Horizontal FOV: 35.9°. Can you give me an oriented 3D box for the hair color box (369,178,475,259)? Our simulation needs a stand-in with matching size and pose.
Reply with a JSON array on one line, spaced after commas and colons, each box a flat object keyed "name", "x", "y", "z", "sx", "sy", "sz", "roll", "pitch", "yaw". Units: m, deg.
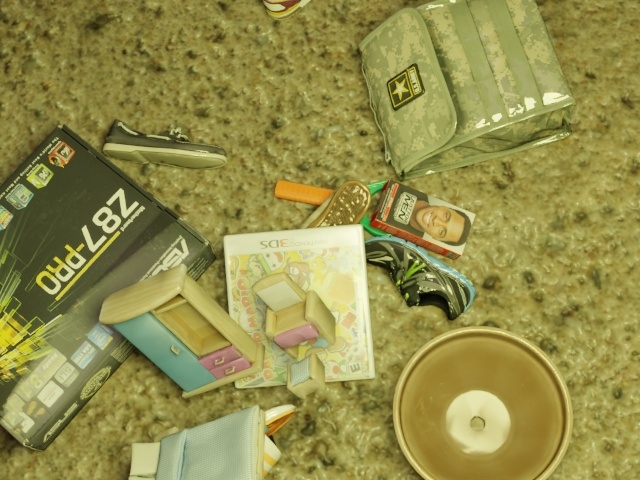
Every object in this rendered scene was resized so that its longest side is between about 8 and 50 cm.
[{"name": "hair color box", "x": 0.152, "y": -0.031, "z": 1.478, "sx": 0.141, "sy": 0.043, "sz": 0.072, "roll": 21, "pitch": 75, "yaw": -6}]

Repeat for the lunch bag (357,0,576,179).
[{"name": "lunch bag", "x": 0.211, "y": -0.242, "z": 1.506, "sx": 0.287, "sy": 0.169, "sz": 0.235, "roll": -18, "pitch": 73, "yaw": 7}]

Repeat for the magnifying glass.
[{"name": "magnifying glass", "x": 0.043, "y": -0.059, "z": 1.531, "sx": 0.231, "sy": 0.026, "sz": 0.092, "roll": 12, "pitch": 73, "yaw": 7}]

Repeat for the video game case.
[{"name": "video game case", "x": -0.031, "y": 0.096, "z": 1.445, "sx": 0.207, "sy": 0.026, "sz": 0.226, "roll": -5, "pitch": 89, "yaw": 4}]

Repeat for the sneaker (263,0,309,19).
[{"name": "sneaker", "x": -0.022, "y": -0.450, "z": 1.641, "sx": 0.070, "sy": 0.084, "sz": 0.185, "roll": 38, "pitch": 78, "yaw": 16}]

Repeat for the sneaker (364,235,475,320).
[{"name": "sneaker", "x": 0.135, "y": 0.055, "z": 1.457, "sx": 0.188, "sy": 0.067, "sz": 0.078, "roll": 29, "pitch": 70, "yaw": 11}]

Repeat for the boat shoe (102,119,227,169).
[{"name": "boat shoe", "x": -0.244, "y": -0.156, "z": 1.564, "sx": 0.206, "sy": 0.075, "sz": 0.064, "roll": 6, "pitch": 74, "yaw": 12}]

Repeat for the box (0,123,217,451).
[{"name": "box", "x": -0.404, "y": 0.065, "z": 1.490, "sx": 0.318, "sy": 0.097, "sz": 0.395, "roll": 39, "pitch": 78, "yaw": 13}]

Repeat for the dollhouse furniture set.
[{"name": "dollhouse furniture set", "x": -0.151, "y": 0.202, "z": 1.260, "sx": 0.286, "sy": 0.198, "sz": 0.303, "roll": -23, "pitch": 40, "yaw": 22}]

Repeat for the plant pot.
[{"name": "plant pot", "x": 0.219, "y": 0.244, "z": 1.360, "sx": 0.238, "sy": 0.109, "sz": 0.237, "roll": -1, "pitch": 71, "yaw": 4}]

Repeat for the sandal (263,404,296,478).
[{"name": "sandal", "x": -0.126, "y": 0.328, "z": 1.376, "sx": 0.265, "sy": 0.102, "sz": 0.076, "roll": -38, "pitch": 73, "yaw": 1}]

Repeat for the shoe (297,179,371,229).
[{"name": "shoe", "x": 0.000, "y": 0.000, "z": 1.489, "sx": 0.076, "sy": 0.058, "sz": 0.219, "roll": 42, "pitch": 96, "yaw": -2}]
